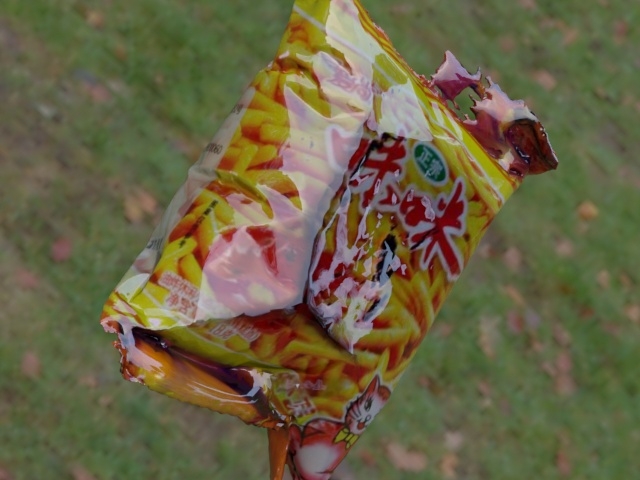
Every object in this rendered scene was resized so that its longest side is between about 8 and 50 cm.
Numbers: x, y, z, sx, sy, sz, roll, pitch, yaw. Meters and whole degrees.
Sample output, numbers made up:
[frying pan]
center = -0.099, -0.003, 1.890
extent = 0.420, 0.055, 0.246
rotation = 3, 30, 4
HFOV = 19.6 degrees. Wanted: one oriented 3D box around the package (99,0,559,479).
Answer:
[package]
center = -0.003, -0.004, 1.045
extent = 0.108, 0.288, 0.223
rotation = 16, -22, 43
